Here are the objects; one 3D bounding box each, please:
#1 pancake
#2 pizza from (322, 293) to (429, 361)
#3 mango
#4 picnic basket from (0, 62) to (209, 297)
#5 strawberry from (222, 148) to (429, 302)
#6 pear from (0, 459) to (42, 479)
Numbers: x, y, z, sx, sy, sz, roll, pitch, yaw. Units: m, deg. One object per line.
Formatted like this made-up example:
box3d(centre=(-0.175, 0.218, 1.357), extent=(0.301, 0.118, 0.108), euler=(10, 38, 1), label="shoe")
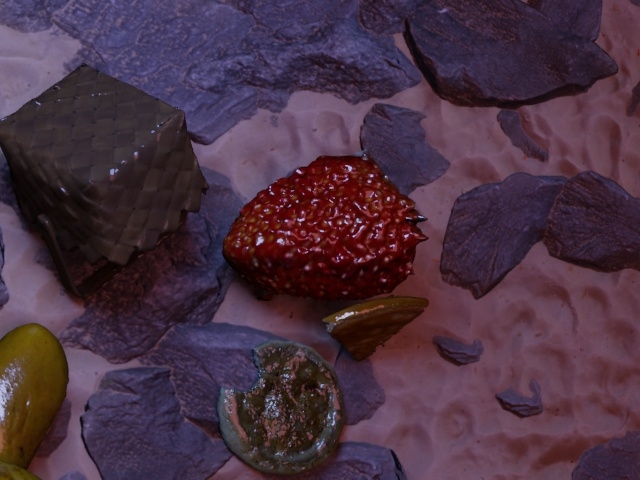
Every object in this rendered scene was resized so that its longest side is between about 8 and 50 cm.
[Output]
box3d(centre=(-0.061, 0.299, 1.825), extent=(0.253, 0.037, 0.254), euler=(6, 78, -27), label="pancake")
box3d(centre=(0.078, 0.155, 1.856), extent=(0.201, 0.193, 0.053), euler=(-7, 56, -27), label="pizza")
box3d(centre=(-0.474, 0.249, 1.556), extent=(0.167, 0.130, 0.262), euler=(39, 55, -17), label="mango")
box3d(centre=(-0.331, -0.080, 1.624), extent=(0.254, 0.291, 0.321), euler=(-42, 145, -30), label="picnic basket")
box3d(centre=(0.001, 0.002, 1.814), extent=(0.343, 0.292, 0.292), euler=(-20, 91, -6), label="strawberry")
box3d(centre=(-0.481, 0.416, 1.365), extent=(0.280, 0.280, 0.281), euler=(5, 78, -28), label="pear")
